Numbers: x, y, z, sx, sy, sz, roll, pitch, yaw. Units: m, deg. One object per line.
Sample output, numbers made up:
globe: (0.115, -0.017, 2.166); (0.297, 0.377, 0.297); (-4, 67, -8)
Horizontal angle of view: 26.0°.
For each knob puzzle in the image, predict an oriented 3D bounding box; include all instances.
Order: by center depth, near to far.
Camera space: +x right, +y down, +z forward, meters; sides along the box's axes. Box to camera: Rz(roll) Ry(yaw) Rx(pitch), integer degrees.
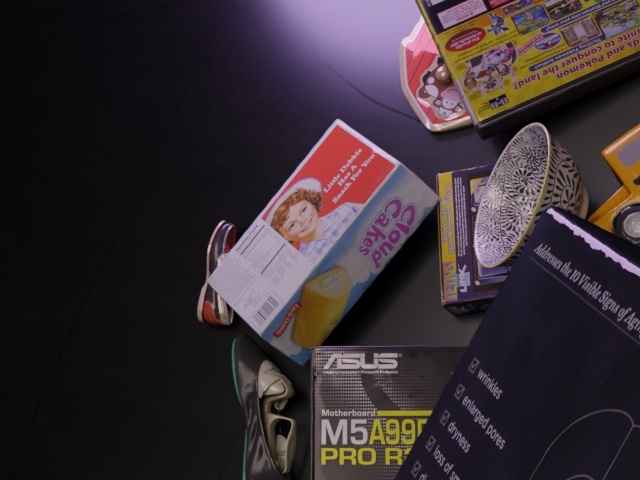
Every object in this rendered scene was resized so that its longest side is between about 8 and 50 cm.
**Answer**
knob puzzle: (0.178, -0.226, 1.741); (0.213, 0.030, 0.213); (-8, 69, 22)

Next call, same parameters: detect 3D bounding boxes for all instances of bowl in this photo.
bowl: (0.244, -0.038, 1.538); (0.080, 0.170, 0.170); (19, 77, -15)

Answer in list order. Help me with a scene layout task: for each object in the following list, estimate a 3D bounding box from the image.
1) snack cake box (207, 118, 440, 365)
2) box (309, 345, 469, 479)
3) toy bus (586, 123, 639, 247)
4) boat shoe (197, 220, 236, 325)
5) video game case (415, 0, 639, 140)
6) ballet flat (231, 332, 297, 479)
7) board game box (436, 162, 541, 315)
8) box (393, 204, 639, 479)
snack cake box: (0.000, 0.000, 1.685); (0.264, 0.089, 0.152); (-51, 38, 1)
box: (0.122, 0.226, 1.531); (0.270, 0.060, 0.216); (0, 71, 3)
toy bus: (0.431, -0.096, 1.527); (0.333, 0.108, 0.130); (-36, 60, 10)
boat shoe: (-0.123, 0.042, 1.775); (0.043, 0.049, 0.137); (5, 76, 23)
video game case: (0.273, -0.280, 1.690); (0.275, 0.035, 0.248); (-24, 62, 5)
ballet flat: (-0.061, 0.208, 1.673); (0.074, 0.074, 0.203); (-12, 73, 21)
board game box: (0.212, -0.005, 1.634); (0.141, 0.048, 0.170); (-9, 67, 24)
box: (0.275, 0.282, 1.180); (0.471, 0.297, 0.480); (-63, 18, 9)
